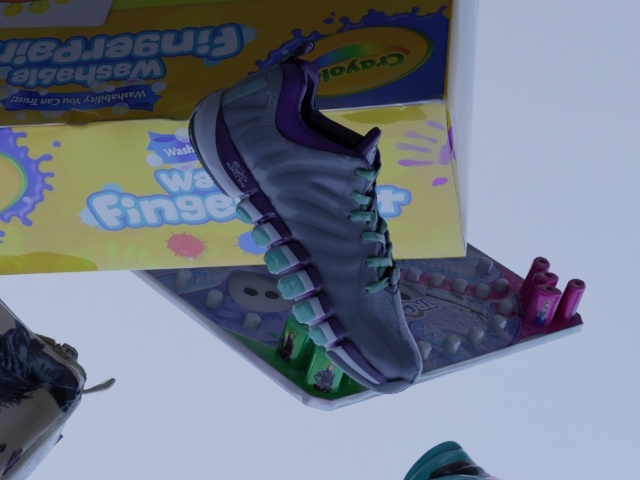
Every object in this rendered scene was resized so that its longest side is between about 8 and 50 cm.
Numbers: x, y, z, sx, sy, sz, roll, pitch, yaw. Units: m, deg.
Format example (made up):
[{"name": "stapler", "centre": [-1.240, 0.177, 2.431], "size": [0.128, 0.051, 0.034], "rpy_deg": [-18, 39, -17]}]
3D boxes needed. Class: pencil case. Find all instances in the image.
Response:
[{"name": "pencil case", "centre": [-0.364, 0.032, 1.360], "size": [0.183, 0.410, 0.160], "rpy_deg": [-41, -179, -29]}]

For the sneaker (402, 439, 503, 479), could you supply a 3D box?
[{"name": "sneaker", "centre": [0.179, 0.279, 1.645], "size": [0.295, 0.124, 0.178], "rpy_deg": [20, -178, -41]}]

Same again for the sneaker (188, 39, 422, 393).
[{"name": "sneaker", "centre": [0.015, -0.010, 1.031], "size": [0.098, 0.224, 0.083], "rpy_deg": [-31, -170, 22]}]

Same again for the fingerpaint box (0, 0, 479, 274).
[{"name": "fingerpaint box", "centre": [-0.102, -0.157, 1.329], "size": [0.444, 0.163, 0.371], "rpy_deg": [-3, -135, 10]}]

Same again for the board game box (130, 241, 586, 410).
[{"name": "board game box", "centre": [0.000, 0.000, 1.569], "size": [0.390, 0.050, 0.390], "rpy_deg": [34, -151, 33]}]
